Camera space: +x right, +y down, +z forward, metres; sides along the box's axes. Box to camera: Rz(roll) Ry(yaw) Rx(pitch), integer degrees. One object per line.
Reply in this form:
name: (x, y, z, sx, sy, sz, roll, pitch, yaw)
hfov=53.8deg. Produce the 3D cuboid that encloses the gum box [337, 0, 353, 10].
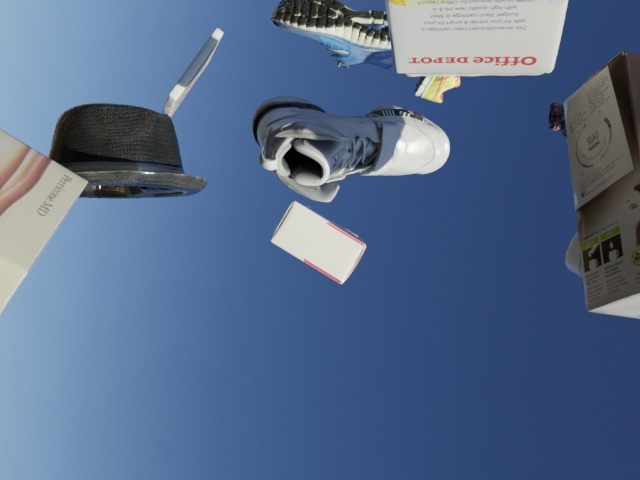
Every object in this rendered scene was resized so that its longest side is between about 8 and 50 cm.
gum box: (0.079, -0.612, 1.762, 0.188, 0.107, 0.062, 36, -71, 12)

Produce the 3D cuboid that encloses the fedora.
fedora: (-0.370, -0.160, 1.130, 0.334, 0.334, 0.152, -2, -91, 52)

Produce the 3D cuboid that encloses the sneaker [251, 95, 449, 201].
sneaker: (0.060, -0.149, 1.097, 0.210, 0.366, 0.137, -95, -165, -59)

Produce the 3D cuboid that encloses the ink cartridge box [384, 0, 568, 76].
ink cartridge box: (0.176, -0.319, 0.712, 0.202, 0.278, 0.117, 4, -113, 14)

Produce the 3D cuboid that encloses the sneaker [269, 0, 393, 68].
sneaker: (0.035, -0.483, 1.513, 0.147, 0.330, 0.129, 103, 6, -58)

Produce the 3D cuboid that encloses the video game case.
video game case: (-0.343, -0.430, 1.664, 0.226, 0.026, 0.206, -59, -166, -16)

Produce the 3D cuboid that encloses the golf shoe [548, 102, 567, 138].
golf shoe: (0.505, -0.239, 1.227, 0.186, 0.086, 0.067, -70, 160, -70)

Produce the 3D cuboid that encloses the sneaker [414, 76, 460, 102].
sneaker: (0.333, -0.444, 1.635, 0.208, 0.094, 0.081, -53, -168, 43)

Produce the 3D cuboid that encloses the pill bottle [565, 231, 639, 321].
pill bottle: (0.574, 0.067, 1.092, 0.272, 0.152, 0.152, 36, -64, 44)

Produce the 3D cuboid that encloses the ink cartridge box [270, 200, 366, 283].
ink cartridge box: (0.000, 0.000, 1.610, 0.117, 0.207, 0.283, -59, 179, 3)

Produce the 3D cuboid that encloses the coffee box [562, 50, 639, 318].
coffee box: (0.412, -0.060, 0.765, 0.119, 0.168, 0.296, 131, -36, -63)

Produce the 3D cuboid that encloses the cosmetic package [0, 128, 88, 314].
cosmetic package: (-0.388, -0.055, 0.558, 0.129, 0.296, 0.153, -44, -155, 32)
